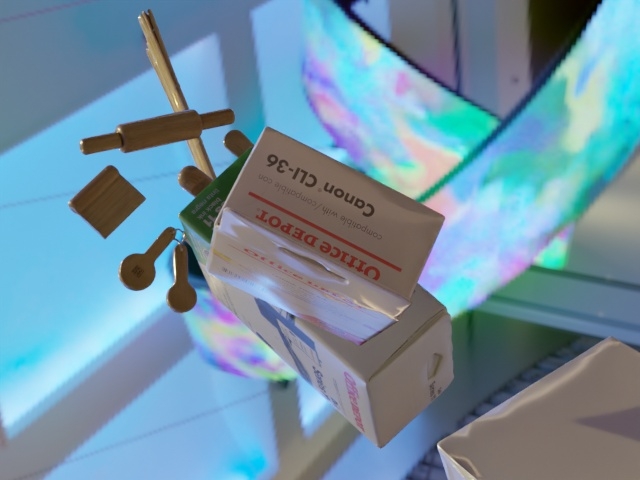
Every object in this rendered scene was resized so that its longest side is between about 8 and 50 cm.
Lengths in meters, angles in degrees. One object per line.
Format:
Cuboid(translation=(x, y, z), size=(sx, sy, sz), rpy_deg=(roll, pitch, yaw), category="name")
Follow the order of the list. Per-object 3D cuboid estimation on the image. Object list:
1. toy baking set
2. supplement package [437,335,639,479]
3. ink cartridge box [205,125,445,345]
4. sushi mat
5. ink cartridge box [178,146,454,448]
Cuboid(translation=(-0.118, -0.037, 1.274), size=(0.256, 0.030, 0.197), rpy_deg=(-20, -94, -27), category="toy baking set")
Cuboid(translation=(0.204, 0.207, 0.804), size=(0.149, 0.194, 0.203), rpy_deg=(-29, -58, -17), category="supplement package")
Cuboid(translation=(0.000, 0.000, 0.752), size=(0.067, 0.115, 0.198), rpy_deg=(-64, 2, -12), category="ink cartridge box")
Cuboid(translation=(-0.135, -0.094, 1.428), size=(0.151, 0.019, 0.316), rpy_deg=(102, 146, -80), category="sushi mat")
Cuboid(translation=(0.000, 0.048, 1.011), size=(0.087, 0.208, 0.153), rpy_deg=(-43, -25, -15), category="ink cartridge box")
